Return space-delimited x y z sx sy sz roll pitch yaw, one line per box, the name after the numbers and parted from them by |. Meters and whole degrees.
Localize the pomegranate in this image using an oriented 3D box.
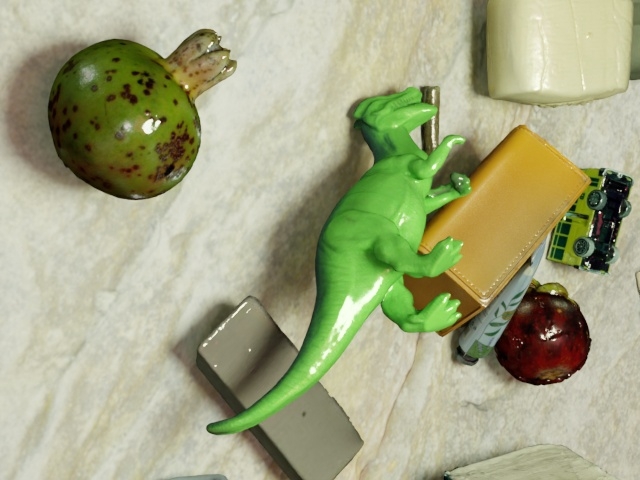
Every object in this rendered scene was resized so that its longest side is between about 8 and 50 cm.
-0.211 -0.162 1.311 0.248 0.202 0.202 -36 116 6 | pomegranate

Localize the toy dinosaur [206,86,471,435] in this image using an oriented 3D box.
0.000 0.000 1.473 0.500 0.374 0.144 -29 141 -5 | toy dinosaur

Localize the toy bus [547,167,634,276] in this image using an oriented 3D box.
0.455 -0.036 1.837 0.088 0.101 0.175 13 92 -34 | toy bus

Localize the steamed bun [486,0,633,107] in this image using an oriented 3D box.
0.368 -0.309 1.722 0.250 0.155 0.200 -4 94 -27 | steamed bun

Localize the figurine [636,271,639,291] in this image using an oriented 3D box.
0.627 0.136 1.998 0.083 0.083 0.187 -26 96 -29 | figurine

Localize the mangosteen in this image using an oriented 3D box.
0.357 0.141 1.763 0.166 0.166 0.180 20 59 -34 | mangosteen

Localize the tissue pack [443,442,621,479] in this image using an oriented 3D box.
0.322 0.559 1.681 0.264 0.253 0.416 -5 108 -32 | tissue pack

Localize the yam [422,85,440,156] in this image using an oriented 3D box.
0.170 -0.172 1.676 0.033 0.027 0.129 -6 97 -65 | yam

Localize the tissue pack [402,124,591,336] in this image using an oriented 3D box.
0.243 -0.015 1.627 0.145 0.194 0.274 43 68 1 | tissue pack

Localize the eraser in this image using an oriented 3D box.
-0.053 0.231 1.537 0.111 0.077 0.352 -45 117 -20 | eraser

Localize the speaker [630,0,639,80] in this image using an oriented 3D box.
0.574 -0.480 1.826 0.183 0.184 0.406 1 93 -35 | speaker

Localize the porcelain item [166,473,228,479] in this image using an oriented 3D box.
-0.151 0.521 1.404 0.179 0.242 0.405 -11 96 -9 | porcelain item

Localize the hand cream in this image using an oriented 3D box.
0.277 0.096 1.672 0.088 0.055 0.256 -41 161 -52 | hand cream

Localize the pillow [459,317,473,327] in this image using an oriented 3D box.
0.250 0.029 1.746 0.217 0.033 0.130 -48 111 -21 | pillow
